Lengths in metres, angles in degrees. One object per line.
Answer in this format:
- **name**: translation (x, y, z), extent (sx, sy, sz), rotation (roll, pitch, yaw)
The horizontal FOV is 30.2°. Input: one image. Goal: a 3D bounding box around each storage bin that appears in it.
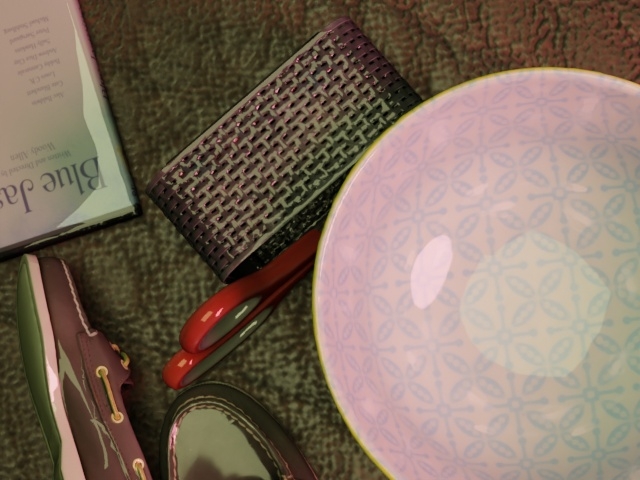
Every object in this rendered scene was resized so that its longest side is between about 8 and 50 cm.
- **storage bin**: translation (-0.020, -0.057, 0.823), extent (0.180, 0.122, 0.084), rotation (-42, 83, 0)

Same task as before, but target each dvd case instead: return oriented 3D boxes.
- **dvd case**: translation (-0.255, -0.110, 0.895), extent (0.180, 0.022, 0.253), rotation (-18, 84, 2)

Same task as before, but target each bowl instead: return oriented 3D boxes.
- **bowl**: translation (0.141, 0.044, 0.786), extent (0.290, 0.156, 0.289), rotation (0, 85, 4)

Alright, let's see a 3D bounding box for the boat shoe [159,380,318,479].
- **boat shoe**: translation (-0.031, 0.256, 0.809), extent (0.112, 0.095, 0.335), rotation (-19, 84, 2)

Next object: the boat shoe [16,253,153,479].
- **boat shoe**: translation (-0.165, 0.114, 0.842), extent (0.069, 0.081, 0.227), rotation (-8, 71, -24)

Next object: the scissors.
- **scissors**: translation (0.000, 0.000, 0.859), extent (0.021, 0.109, 0.297), rotation (43, 65, 14)
